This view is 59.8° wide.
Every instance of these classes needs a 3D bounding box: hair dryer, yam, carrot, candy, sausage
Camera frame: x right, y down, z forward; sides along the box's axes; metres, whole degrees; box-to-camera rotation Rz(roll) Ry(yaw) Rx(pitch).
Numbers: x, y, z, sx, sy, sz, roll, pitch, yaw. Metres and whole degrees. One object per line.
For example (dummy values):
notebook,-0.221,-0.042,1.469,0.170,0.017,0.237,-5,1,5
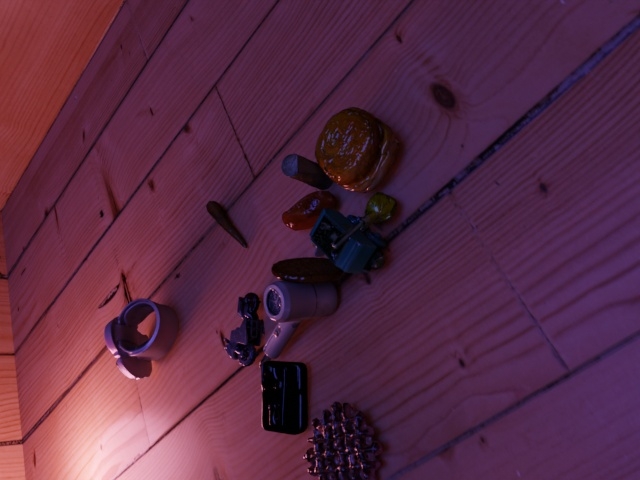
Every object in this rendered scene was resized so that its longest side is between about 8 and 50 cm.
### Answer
hair dryer,-0.104,0.244,1.501,0.107,0.173,0.357,55,131,35
yam,-0.030,-0.185,1.506,0.068,0.169,0.068,-6,78,33
carrot,-0.304,-0.052,1.819,0.254,0.049,0.049,46,112,34
candy,0.101,-0.041,1.307,0.073,0.262,0.077,39,131,12
sausage,-0.035,-0.078,1.538,0.179,0.089,0.089,-27,63,36

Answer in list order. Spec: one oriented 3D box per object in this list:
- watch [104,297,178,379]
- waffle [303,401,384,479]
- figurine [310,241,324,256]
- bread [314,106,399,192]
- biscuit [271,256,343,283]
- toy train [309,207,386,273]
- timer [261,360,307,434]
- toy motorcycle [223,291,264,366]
watch,-0.605,0.341,1.950,0.231,0.196,0.244,-26,62,13
waffle,0.056,0.513,1.346,0.221,0.055,0.234,33,108,41
figurine,0.000,0.000,1.523,0.083,0.047,0.050,-63,32,23
bread,0.086,-0.235,1.435,0.236,0.120,0.198,45,114,40
biscuit,-0.033,0.077,1.438,0.188,0.188,0.027,13,109,44
toy train,0.067,0.002,1.379,0.198,0.154,0.107,46,115,38
timer,-0.102,0.422,1.498,0.144,0.055,0.187,-6,81,35
toy motorcycle,-0.226,0.265,1.652,0.122,0.080,0.215,-13,67,38
